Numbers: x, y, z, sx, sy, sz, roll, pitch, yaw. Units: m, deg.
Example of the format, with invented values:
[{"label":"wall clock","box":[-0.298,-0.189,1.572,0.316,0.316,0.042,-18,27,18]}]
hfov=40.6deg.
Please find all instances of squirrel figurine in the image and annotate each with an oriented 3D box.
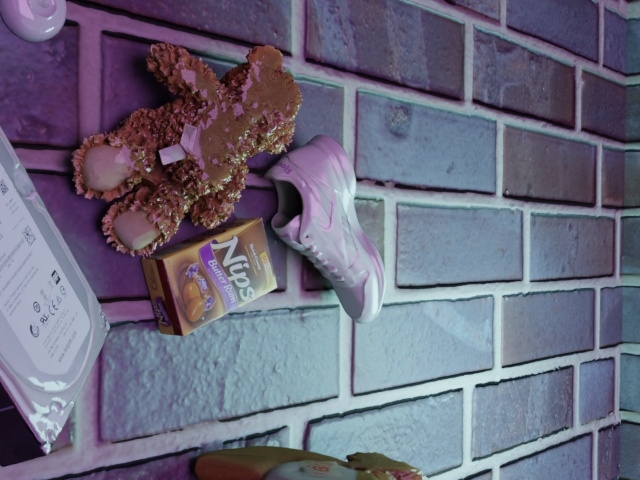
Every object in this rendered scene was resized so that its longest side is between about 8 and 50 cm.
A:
[{"label":"squirrel figurine","box":[0.004,0.495,1.208,0.397,0.281,0.370,3,95,-46]}]

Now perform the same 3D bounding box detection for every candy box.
[{"label":"candy box","box":[-0.147,0.045,1.183,0.187,0.053,0.109,-27,110,-47]}]

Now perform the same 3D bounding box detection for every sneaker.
[{"label":"sneaker","box":[0.000,0.000,1.329,0.152,0.114,0.305,-29,108,-30]}]

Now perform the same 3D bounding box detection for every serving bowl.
[{"label":"serving bowl","box":[-0.325,-0.271,0.993,0.083,0.027,0.083,1,89,-49]}]

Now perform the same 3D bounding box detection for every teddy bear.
[{"label":"teddy bear","box":[-0.174,-0.126,1.127,0.245,0.113,0.338,46,65,-31]}]

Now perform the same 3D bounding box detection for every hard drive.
[{"label":"hard drive","box":[-0.336,0.022,0.871,0.237,0.064,0.339,-83,153,-63]}]
